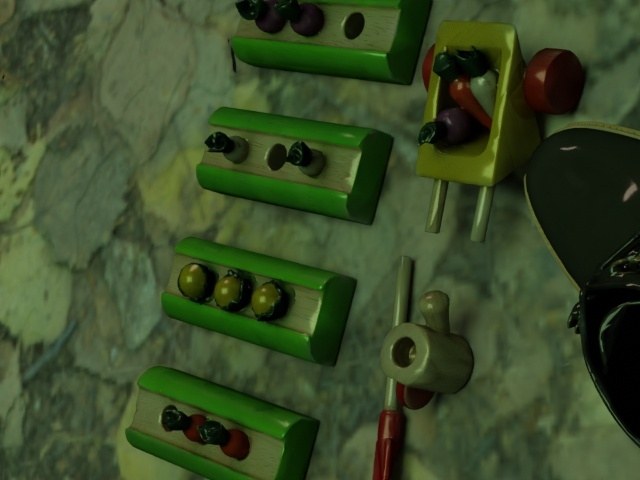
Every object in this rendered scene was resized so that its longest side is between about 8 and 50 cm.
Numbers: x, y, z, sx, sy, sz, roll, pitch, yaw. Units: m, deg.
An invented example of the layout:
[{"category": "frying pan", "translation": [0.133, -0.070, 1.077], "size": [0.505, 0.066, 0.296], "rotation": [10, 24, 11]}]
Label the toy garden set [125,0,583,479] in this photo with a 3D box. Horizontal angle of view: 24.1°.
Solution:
[{"category": "toy garden set", "translation": [0.000, 0.000, 0.677], "size": [0.203, 0.049, 0.244], "rotation": [13, 88, 44]}]

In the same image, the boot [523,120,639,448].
[{"category": "boot", "translation": [0.110, 0.010, 0.511], "size": [0.077, 0.137, 0.198], "rotation": [-56, 48, 16]}]
